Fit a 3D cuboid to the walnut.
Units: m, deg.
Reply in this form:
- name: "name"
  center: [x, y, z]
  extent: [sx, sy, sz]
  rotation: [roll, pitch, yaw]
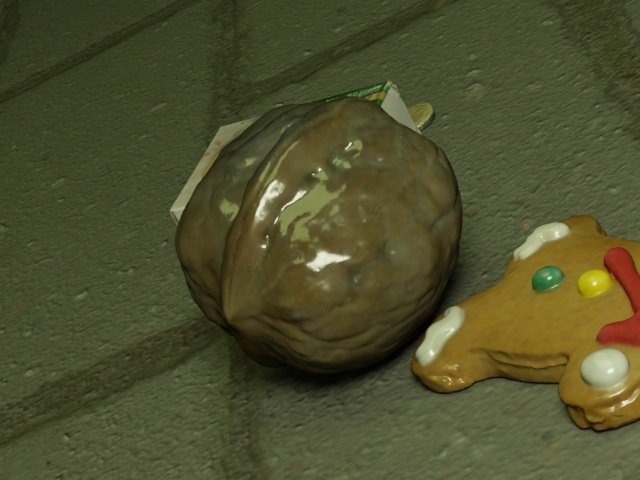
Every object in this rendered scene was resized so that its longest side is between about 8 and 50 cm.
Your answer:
- name: "walnut"
  center: [0.000, 0.000, 1.300]
  extent: [0.224, 0.224, 0.224]
  rotation: [-24, 24, 11]

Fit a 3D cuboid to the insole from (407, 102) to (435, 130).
- name: "insole"
  center: [-0.002, -0.072, 1.670]
  extent: [0.248, 0.011, 0.081]
  rotation: [-27, 23, 4]

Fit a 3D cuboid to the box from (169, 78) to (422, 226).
- name: "box"
  center: [-0.020, -0.057, 1.562]
  extent: [0.199, 0.081, 0.135]
  rotation: [-15, 32, 32]

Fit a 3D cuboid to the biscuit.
- name: "biscuit"
  center: [0.219, 0.039, 1.153]
  extent: [0.216, 0.047, 0.339]
  rotation: [-42, 26, -24]
